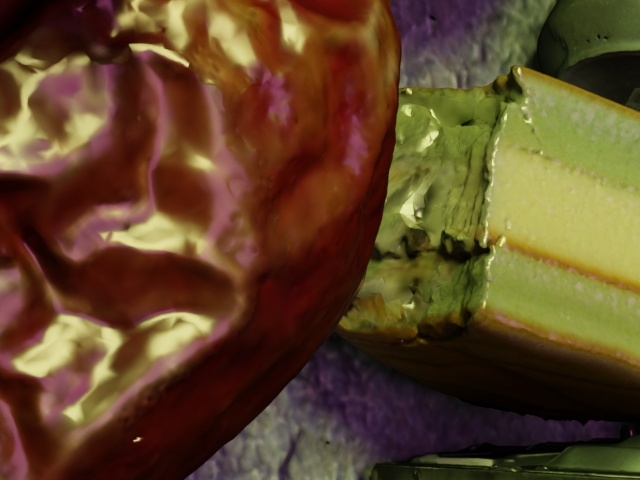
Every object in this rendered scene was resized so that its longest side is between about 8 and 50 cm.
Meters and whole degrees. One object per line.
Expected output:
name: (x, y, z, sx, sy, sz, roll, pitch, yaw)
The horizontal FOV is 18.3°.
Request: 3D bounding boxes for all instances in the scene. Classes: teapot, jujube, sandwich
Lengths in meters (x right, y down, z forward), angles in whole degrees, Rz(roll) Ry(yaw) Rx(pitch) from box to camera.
teapot: (0.224, -0.181, 1.274, 0.203, 0.171, 0.225, 18, 65, -6)
jujube: (-0.120, -0.024, 0.909, 0.377, 0.276, 0.276, -43, 113, -25)
sandwich: (0.140, 0.006, 1.097, 0.198, 0.227, 0.155, 36, 60, -58)

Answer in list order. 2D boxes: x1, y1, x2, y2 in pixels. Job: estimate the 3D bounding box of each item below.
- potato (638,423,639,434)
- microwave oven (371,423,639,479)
potato: (0.276, 0.122, 1.314, 0.147, 0.112, 0.112, -30, 105, -34)
microwave oven: (0.226, 0.269, 1.073, 0.247, 0.394, 0.333, -2, 87, -40)
